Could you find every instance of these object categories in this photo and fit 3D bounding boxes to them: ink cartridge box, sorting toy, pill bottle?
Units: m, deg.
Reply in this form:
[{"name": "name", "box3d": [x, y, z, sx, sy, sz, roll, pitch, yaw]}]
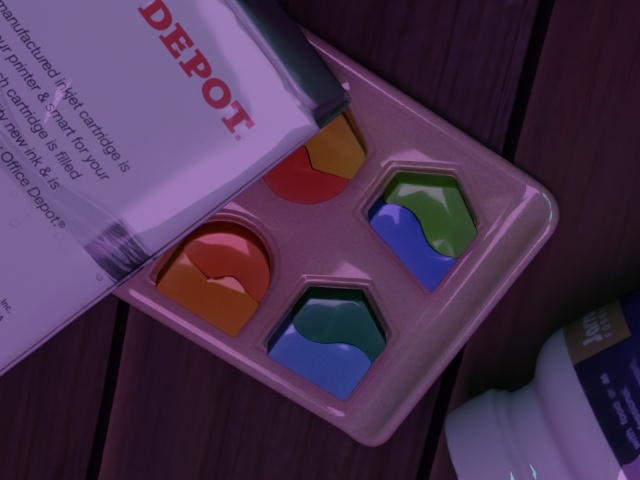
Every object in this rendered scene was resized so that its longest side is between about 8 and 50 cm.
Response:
[{"name": "ink cartridge box", "box3d": [-0.159, -0.064, 0.950, 0.289, 0.121, 0.211, -36, 93, 14]}, {"name": "sorting toy", "box3d": [0.000, 0.000, 1.031, 0.208, 0.038, 0.193, 33, 109, -10]}, {"name": "pill bottle", "box3d": [0.211, 0.092, 0.997, 0.265, 0.153, 0.153, -28, 107, 12]}]
